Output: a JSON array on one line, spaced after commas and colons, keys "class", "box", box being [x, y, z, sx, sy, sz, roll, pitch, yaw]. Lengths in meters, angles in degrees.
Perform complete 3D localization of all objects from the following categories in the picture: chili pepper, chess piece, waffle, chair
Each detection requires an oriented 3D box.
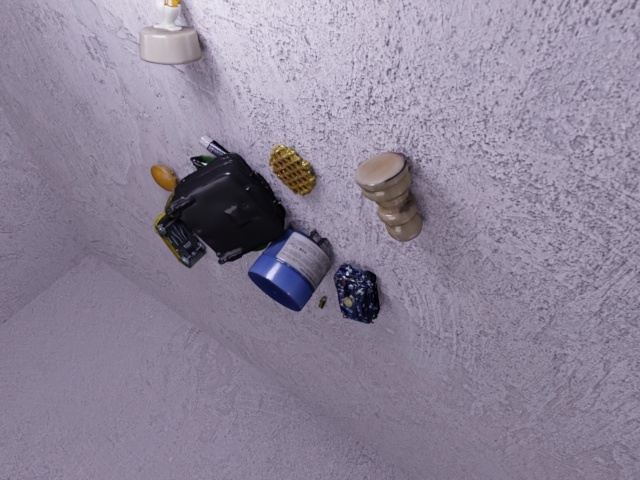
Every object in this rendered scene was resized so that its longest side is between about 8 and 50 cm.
[{"class": "chili pepper", "box": [-0.403, -0.232, 1.802, 0.148, 0.116, 0.264, 18, 145, 6]}, {"class": "chess piece", "box": [0.205, -0.101, 1.281, 0.143, 0.142, 0.260, 9, 141, 42]}, {"class": "waffle", "box": [-0.092, -0.227, 1.523, 0.191, 0.038, 0.191, 28, 146, 21]}, {"class": "chair", "box": [0.000, 0.000, 1.707, 0.086, 0.037, 0.042, 48, 160, -20]}]

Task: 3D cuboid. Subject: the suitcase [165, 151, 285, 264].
[{"class": "suitcase", "box": [-0.319, -0.113, 1.674, 0.340, 0.188, 0.345, -23, 126, 23]}]

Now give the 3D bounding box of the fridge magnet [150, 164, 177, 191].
[{"class": "fridge magnet", "box": [-0.695, -0.280, 2.087, 0.143, 0.063, 0.143, 27, 147, 19]}]

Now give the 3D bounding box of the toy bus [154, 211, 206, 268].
[{"class": "toy bus", "box": [-0.723, -0.020, 2.367, 0.152, 0.144, 0.330, 17, 144, 40]}]

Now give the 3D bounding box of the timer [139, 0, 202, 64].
[{"class": "timer", "box": [-0.426, -0.641, 1.291, 0.175, 0.175, 0.265, 24, 129, 26]}]

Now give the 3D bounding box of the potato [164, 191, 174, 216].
[{"class": "potato", "box": [-0.667, -0.169, 2.174, 0.188, 0.105, 0.085, 128, 135, -57]}]

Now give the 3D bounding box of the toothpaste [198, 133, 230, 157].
[{"class": "toothpaste", "box": [-0.351, -0.310, 1.701, 0.194, 0.045, 0.071, 36, 157, -4]}]

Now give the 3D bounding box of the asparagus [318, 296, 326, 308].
[{"class": "asparagus", "box": [0.008, 0.274, 2.059, 0.025, 0.021, 0.108, 35, 148, 12]}]

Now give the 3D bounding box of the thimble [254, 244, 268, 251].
[{"class": "thimble", "box": [-0.268, -0.020, 1.902, 0.130, 0.118, 0.090, 6, 138, 4]}]

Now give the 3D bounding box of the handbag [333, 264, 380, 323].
[{"class": "handbag", "box": [0.141, 0.206, 1.746, 0.162, 0.113, 0.260, 12, 132, 29]}]

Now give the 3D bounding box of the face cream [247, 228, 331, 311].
[{"class": "face cream", "box": [-0.111, 0.109, 1.760, 0.249, 0.225, 0.249, 33, 159, 15]}]
